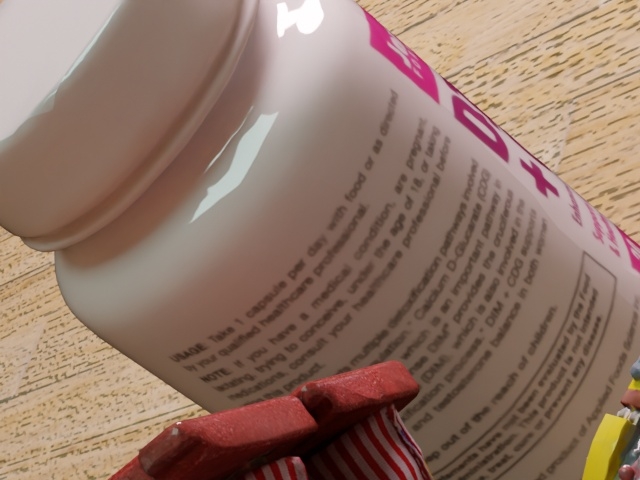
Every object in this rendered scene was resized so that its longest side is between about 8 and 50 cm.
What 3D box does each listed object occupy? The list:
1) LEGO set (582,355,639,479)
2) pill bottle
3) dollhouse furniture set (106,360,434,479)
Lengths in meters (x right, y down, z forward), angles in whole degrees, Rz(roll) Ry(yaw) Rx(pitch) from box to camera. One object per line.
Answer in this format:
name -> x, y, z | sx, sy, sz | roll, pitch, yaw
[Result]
LEGO set -> 0.182, 0.008, 0.509 | 0.331, 0.192, 0.255 | -47, 27, 11
pill bottle -> 0.000, 0.000, 0.714 | 0.160, 0.283, 0.160 | -38, 30, 27
dollhouse furniture set -> -0.074, 0.228, 0.578 | 0.374, 0.201, 0.152 | -42, -15, 24
